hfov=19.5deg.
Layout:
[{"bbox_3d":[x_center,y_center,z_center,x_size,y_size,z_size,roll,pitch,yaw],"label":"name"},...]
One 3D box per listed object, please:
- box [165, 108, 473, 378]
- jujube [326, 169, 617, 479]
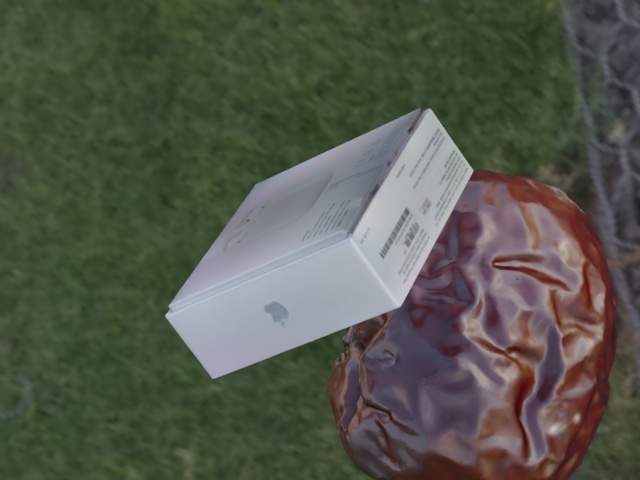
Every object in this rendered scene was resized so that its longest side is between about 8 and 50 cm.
[{"bbox_3d":[0.000,0.000,0.997,0.129,0.051,0.130,-24,21,35],"label":"box"},{"bbox_3d":[0.108,0.068,1.322,0.213,0.213,0.232,6,84,39],"label":"jujube"}]
